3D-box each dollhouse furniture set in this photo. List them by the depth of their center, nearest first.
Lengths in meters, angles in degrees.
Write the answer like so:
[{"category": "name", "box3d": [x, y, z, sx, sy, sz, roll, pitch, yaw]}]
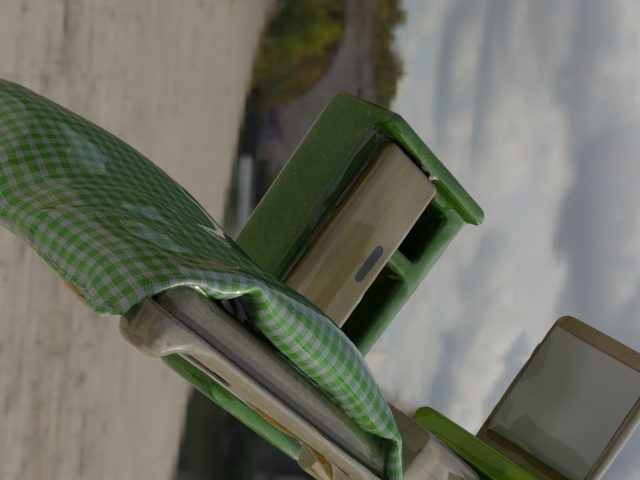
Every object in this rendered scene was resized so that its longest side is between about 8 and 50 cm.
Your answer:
[{"category": "dollhouse furniture set", "box3d": [0.000, 0.000, 0.644, 0.151, 0.197, 0.301, -53, 138, -6]}]
